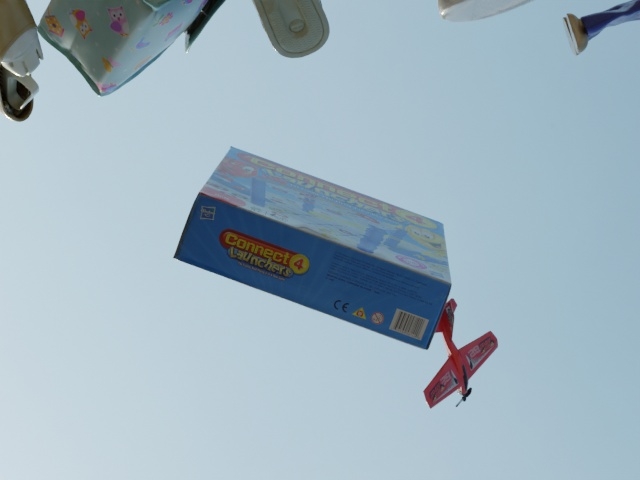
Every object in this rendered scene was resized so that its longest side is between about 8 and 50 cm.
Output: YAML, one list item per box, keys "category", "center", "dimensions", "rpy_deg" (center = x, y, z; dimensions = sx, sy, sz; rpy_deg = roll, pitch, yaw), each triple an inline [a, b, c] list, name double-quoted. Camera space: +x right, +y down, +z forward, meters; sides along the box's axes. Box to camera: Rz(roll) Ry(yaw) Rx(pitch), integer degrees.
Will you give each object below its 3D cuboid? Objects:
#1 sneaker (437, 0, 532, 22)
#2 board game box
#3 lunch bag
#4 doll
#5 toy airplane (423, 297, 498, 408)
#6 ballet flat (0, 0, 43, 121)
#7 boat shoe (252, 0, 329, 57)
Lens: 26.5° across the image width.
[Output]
- category: "sneaker"
  center: [0.199, -0.278, 0.987]
  dimensions: [0.295, 0.104, 0.147]
  rpy_deg: [-19, -98, 29]
- category: "board game box"
  center: [0.000, 0.000, 1.659]
  dimensions: [0.302, 0.308, 0.086]
  rpy_deg: [-79, -171, -75]
- category: "lunch bag"
  center: [-0.202, -0.334, 1.734]
  dimensions: [0.160, 0.262, 0.223]
  rpy_deg: [48, -40, 1]
- category: "doll"
  center: [0.330, -0.229, 1.308]
  dimensions: [0.189, 0.129, 0.046]
  rpy_deg: [-18, -87, 7]
- category: "toy airplane"
  center: [0.163, 0.139, 1.684]
  dimensions: [0.028, 0.151, 0.151]
  rpy_deg: [12, -100, 42]
- category: "ballet flat"
  center: [-0.359, -0.213, 1.609]
  dimensions: [0.080, 0.073, 0.232]
  rpy_deg: [-48, 176, -25]
- category: "boat shoe"
  center: [-0.048, -0.289, 1.321]
  dimensions: [0.084, 0.233, 0.079]
  rpy_deg: [-14, -134, 1]
